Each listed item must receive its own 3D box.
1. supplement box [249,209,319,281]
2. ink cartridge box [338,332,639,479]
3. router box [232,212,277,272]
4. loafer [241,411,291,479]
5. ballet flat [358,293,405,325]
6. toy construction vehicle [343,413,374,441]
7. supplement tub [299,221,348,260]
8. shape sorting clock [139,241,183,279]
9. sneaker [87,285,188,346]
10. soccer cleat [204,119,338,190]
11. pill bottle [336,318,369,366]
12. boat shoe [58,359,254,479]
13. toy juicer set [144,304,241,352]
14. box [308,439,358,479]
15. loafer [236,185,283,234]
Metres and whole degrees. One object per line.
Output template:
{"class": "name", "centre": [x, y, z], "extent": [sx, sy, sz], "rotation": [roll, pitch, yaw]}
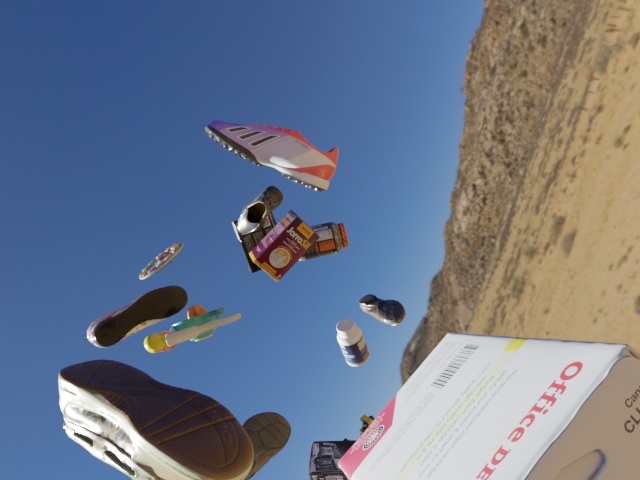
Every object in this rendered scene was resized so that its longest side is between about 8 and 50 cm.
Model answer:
{"class": "supplement box", "centre": [-0.109, 0.015, 1.508], "extent": [0.188, 0.081, 0.104], "rotation": [-46, -64, 1]}
{"class": "ink cartridge box", "centre": [0.204, 0.267, 0.606], "extent": [0.279, 0.160, 0.385], "rotation": [-44, 0, -13]}
{"class": "router box", "centre": [-0.194, 0.001, 1.635], "extent": [0.046, 0.133, 0.179], "rotation": [-176, 66, -74]}
{"class": "loafer", "centre": [-0.173, 0.499, 1.179], "extent": [0.095, 0.109, 0.302], "rotation": [-53, -15, 17]}
{"class": "ballet flat", "centre": [0.195, 0.223, 1.570], "extent": [0.084, 0.250, 0.058], "rotation": [-32, -74, -17]}
{"class": "toy construction vehicle", "centre": [0.078, 0.415, 1.054], "extent": [0.086, 0.035, 0.098], "rotation": [-41, -40, -30]}
{"class": "supplement tub", "centre": [0.000, 0.000, 1.809], "extent": [0.117, 0.190, 0.117], "rotation": [167, 90, -90]}
{"class": "shape sorting clock", "centre": [-0.607, 0.074, 1.915], "extent": [0.040, 0.206, 0.206], "rotation": [56, -134, -16]}
{"class": "sneaker", "centre": [-0.510, 0.205, 1.391], "extent": [0.270, 0.145, 0.090], "rotation": [-30, -81, -36]}
{"class": "soccer cleat", "centre": [-0.110, -0.224, 1.183], "extent": [0.116, 0.318, 0.108], "rotation": [-66, 13, 4]}
{"class": "pill bottle", "centre": [0.115, 0.371, 1.842], "extent": [0.094, 0.094, 0.169], "rotation": [-50, -50, -41]}
{"class": "boat shoe", "centre": [-0.189, 0.214, 0.556], "extent": [0.104, 0.285, 0.089], "rotation": [-1, -79, -53]}
{"class": "toy juicer set", "centre": [-0.356, 0.223, 1.318], "extent": [0.209, 0.089, 0.329], "rotation": [-14, -9, -29]}
{"class": "box", "centre": [0.148, 0.483, 0.929], "extent": [0.076, 0.307, 0.242], "rotation": [-78, -21, -66]}
{"class": "loafer", "centre": [-0.154, -0.061, 1.157], "extent": [0.170, 0.062, 0.061], "rotation": [-45, 1, 42]}
